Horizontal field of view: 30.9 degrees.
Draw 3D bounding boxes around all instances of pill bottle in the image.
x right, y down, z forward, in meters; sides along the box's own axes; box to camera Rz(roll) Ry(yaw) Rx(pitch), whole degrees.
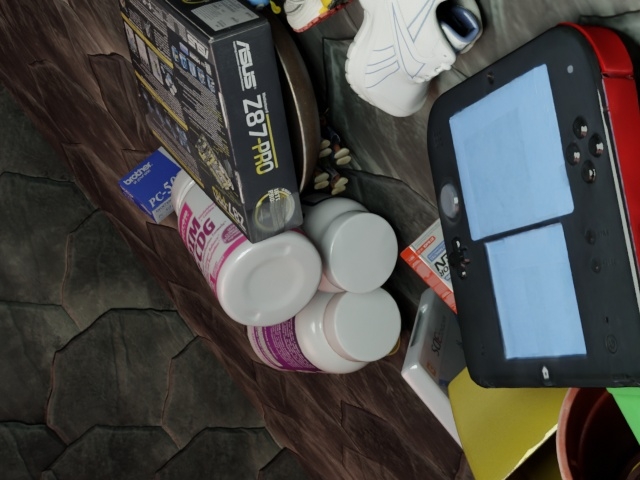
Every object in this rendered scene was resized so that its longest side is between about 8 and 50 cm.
[{"bbox_3d":[0.007,0.144,1.974,0.169,0.169,0.301,52,156,-14],"label":"pill bottle"},{"bbox_3d":[0.000,0.000,1.849,0.153,0.153,0.264,56,161,-25],"label":"pill bottle"},{"bbox_3d":[-0.121,-0.010,1.747,0.283,0.160,0.160,52,172,50],"label":"pill bottle"}]

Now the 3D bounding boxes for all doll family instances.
[{"bbox_3d":[-0.010,-0.148,1.691,0.193,0.076,0.111,101,147,-60],"label":"doll family"}]

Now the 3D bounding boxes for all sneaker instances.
[{"bbox_3d":[0.104,-0.217,1.245,0.129,0.111,0.297,35,160,18],"label":"sneaker"},{"bbox_3d":[0.002,-0.307,1.319,0.093,0.088,0.225,56,163,-3],"label":"sneaker"}]

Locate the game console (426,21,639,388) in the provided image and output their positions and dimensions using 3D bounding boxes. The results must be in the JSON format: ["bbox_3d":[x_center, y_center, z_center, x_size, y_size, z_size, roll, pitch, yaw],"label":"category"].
[{"bbox_3d":[0.216,-0.018,1.192,0.386,0.060,0.342,158,108,-72],"label":"game console"}]

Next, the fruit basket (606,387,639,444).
[{"bbox_3d":[0.374,0.039,1.078,0.327,0.165,0.353,160,102,-70],"label":"fruit basket"}]

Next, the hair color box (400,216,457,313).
[{"bbox_3d":[0.202,0.044,1.580,0.167,0.093,0.053,46,162,2],"label":"hair color box"}]

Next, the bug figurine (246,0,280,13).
[{"bbox_3d":[-0.109,-0.394,1.406,0.216,0.072,0.279,47,162,2],"label":"bug figurine"}]

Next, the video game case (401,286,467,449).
[{"bbox_3d":[0.248,0.247,1.716,0.329,0.036,0.300,51,-160,-9],"label":"video game case"}]

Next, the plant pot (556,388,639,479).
[{"bbox_3d":[0.422,0.272,1.329,0.272,0.272,0.265,36,167,31],"label":"plant pot"}]

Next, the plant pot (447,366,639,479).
[{"bbox_3d":[0.294,0.229,1.530,0.212,0.212,0.187,32,-164,-44],"label":"plant pot"}]

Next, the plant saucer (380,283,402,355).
[{"bbox_3d":[0.064,0.100,2.067,0.241,0.037,0.241,39,153,24],"label":"plant saucer"}]

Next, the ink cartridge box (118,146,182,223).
[{"bbox_3d":[-0.246,-0.130,2.049,0.097,0.207,0.046,38,160,26],"label":"ink cartridge box"}]

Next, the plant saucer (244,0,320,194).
[{"bbox_3d":[-0.077,-0.206,1.630,0.310,0.050,0.311,51,152,41],"label":"plant saucer"}]

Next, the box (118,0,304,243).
[{"bbox_3d":[-0.169,-0.221,1.637,0.395,0.097,0.318,44,149,49],"label":"box"}]
